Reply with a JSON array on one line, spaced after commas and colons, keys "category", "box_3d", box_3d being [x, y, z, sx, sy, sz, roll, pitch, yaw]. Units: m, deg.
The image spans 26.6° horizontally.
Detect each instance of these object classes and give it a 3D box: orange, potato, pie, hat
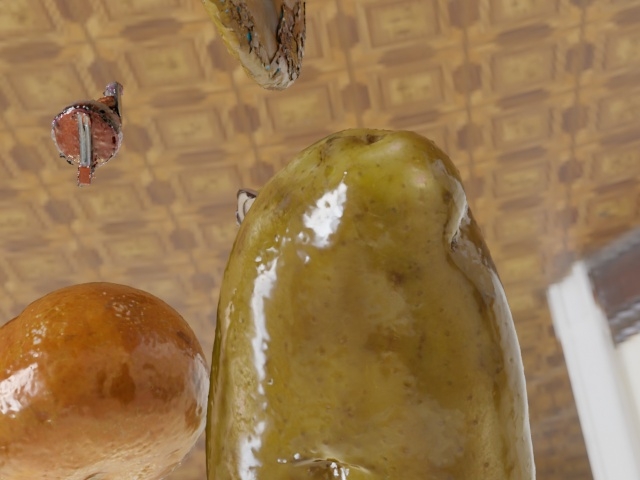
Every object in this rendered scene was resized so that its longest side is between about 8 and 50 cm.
[{"category": "orange", "box_3d": [-0.207, 0.134, 1.179, 0.224, 0.170, 0.224, -16, 146, -11]}, {"category": "potato", "box_3d": [0.026, 0.110, 0.817, 0.176, 0.195, 0.369, -14, 114, -27]}, {"category": "pie", "box_3d": [-0.077, -0.283, 1.489, 0.069, 0.273, 0.273, -14, 153, 24]}, {"category": "hat", "box_3d": [-0.389, -0.213, 2.413, 0.128, 0.227, 0.140, -12, 117, 18]}]

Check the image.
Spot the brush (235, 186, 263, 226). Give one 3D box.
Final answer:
[{"category": "brush", "box_3d": [0.001, -0.002, 1.856, 0.067, 0.313, 0.072, -28, 131, -33]}]
